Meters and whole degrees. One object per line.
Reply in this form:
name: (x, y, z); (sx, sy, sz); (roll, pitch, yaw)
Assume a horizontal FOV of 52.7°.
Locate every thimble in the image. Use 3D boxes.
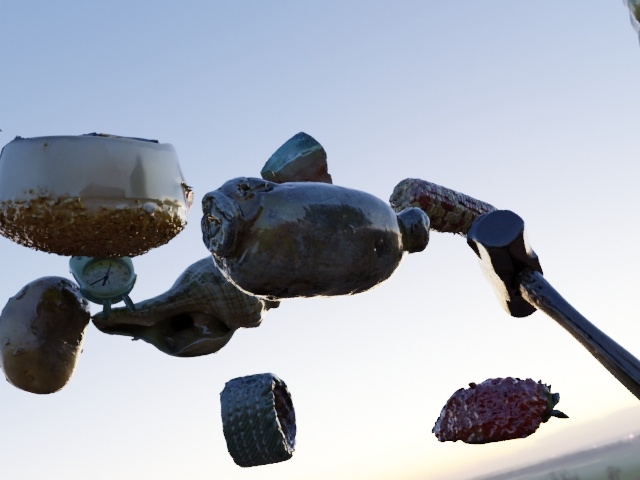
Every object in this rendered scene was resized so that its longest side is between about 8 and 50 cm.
thimble: (-0.091, 0.268, 0.971); (0.090, 0.135, 0.118); (-12, 1, 11)

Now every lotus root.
lotus root: (-0.001, 0.002, 0.876); (0.349, 0.175, 0.175); (3, -29, -33)

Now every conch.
conch: (-0.224, 0.126, 1.239); (0.385, 0.203, 0.169); (-11, 7, -6)

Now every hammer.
hammer: (0.414, 0.134, 1.081); (0.095, 0.409, 0.242); (-37, -44, -1)

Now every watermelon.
watermelon: (-0.031, -0.123, 1.577); (0.154, 0.094, 0.241); (-38, -54, -10)

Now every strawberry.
strawberry: (0.262, 0.247, 0.966); (0.140, 0.085, 0.192); (-14, -3, -37)

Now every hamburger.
hamburger: (-0.331, -0.058, 0.958); (0.275, 0.179, 0.294); (-3, 1, 28)

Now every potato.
potato: (-0.447, 0.157, 1.086); (0.081, 0.201, 0.164); (-8, -25, 35)

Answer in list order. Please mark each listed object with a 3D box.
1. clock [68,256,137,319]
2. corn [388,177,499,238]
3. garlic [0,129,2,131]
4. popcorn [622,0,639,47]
clock: (-0.363, 0.070, 1.098); (0.101, 0.135, 0.041); (-13, -39, -30)
corn: (0.269, -0.055, 1.321); (0.289, 0.098, 0.098); (14, -35, -32)
garlic: (-0.654, -0.215, 1.187); (0.128, 0.207, 0.115); (4, -55, -26)
popcorn: (0.452, -0.298, 0.720); (0.334, 0.293, 0.292); (-21, -50, -33)
